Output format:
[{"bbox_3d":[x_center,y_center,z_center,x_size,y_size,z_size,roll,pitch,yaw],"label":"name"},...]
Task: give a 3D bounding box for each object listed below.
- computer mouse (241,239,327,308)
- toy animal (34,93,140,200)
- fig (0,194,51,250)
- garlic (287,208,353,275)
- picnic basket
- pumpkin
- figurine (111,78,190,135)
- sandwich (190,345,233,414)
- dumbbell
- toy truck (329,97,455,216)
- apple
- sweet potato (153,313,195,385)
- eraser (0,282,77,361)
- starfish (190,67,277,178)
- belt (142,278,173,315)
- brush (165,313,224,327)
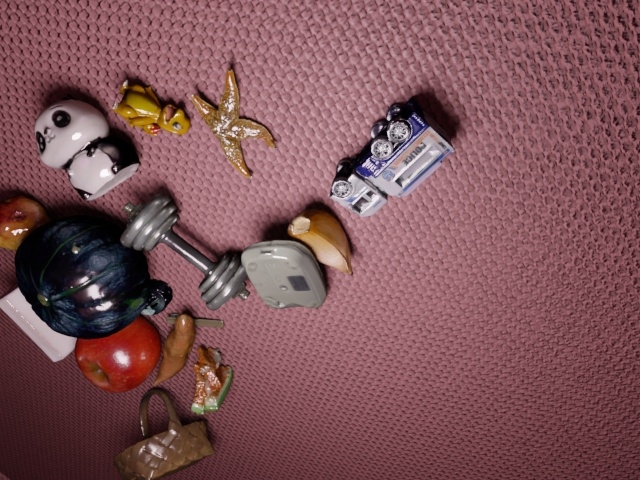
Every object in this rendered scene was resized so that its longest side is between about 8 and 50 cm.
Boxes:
[{"bbox_3d":[-0.091,0.094,1.180,0.198,0.094,0.330,-5,144,8],"label":"computer mouse"},{"bbox_3d":[-0.588,-0.232,1.095,0.187,0.165,0.235,-34,108,15],"label":"toy animal"},{"bbox_3d":[-0.896,-0.020,1.332,0.159,0.159,0.257,28,142,-5],"label":"fig"},{"bbox_3d":[0.006,-0.007,1.132,0.207,0.115,0.128,40,156,-24],"label":"garlic"},{"bbox_3d":[-0.601,0.716,1.651,0.337,0.337,0.293,40,128,-12],"label":"picnic basket"},{"bbox_3d":[-0.663,0.109,1.249,0.364,0.266,0.362,11,120,19],"label":"pumpkin"},{"bbox_3d":[-0.405,-0.297,1.070,0.176,0.121,0.122,18,152,-9],"label":"figurine"},{"bbox_3d":[-0.366,0.462,1.463,0.109,0.184,0.159,2,125,3],"label":"sandwich"},{"bbox_3d":[-0.359,0.033,1.199,0.406,0.179,0.179,39,121,-13],"label":"dumbbell"},{"bbox_3d":[0.151,-0.168,0.989,0.155,0.124,0.268,37,121,-16],"label":"toy truck"},{"bbox_3d":[-0.660,0.359,1.444,0.261,0.216,0.260,10,125,14],"label":"apple"},{"bbox_3d":[-0.473,0.351,1.463,0.095,0.106,0.354,38,123,11],"label":"sweet potato"},{"bbox_3d":[-0.900,0.245,1.457,0.095,0.174,0.270,-19,115,21],"label":"eraser"},{"bbox_3d":[-0.197,-0.271,1.055,0.138,0.050,0.247,-20,121,23],"label":"starfish"},{"bbox_3d":[-0.537,0.183,1.403,0.140,0.058,0.105,-33,105,29],"label":"belt"},{"bbox_3d":[-0.409,0.262,1.445,0.191,0.027,0.034,4,126,2],"label":"brush"}]
